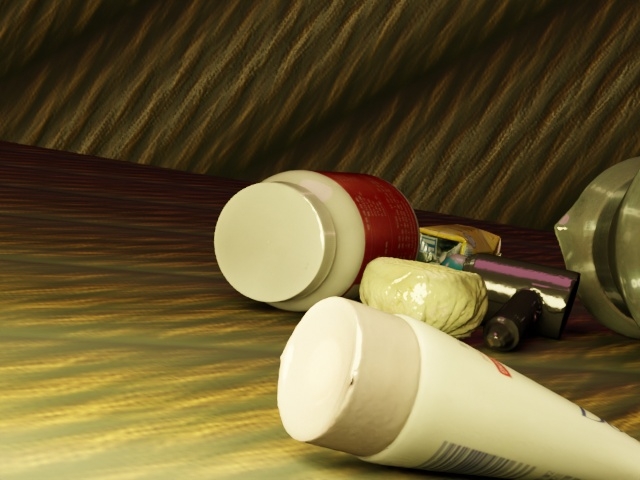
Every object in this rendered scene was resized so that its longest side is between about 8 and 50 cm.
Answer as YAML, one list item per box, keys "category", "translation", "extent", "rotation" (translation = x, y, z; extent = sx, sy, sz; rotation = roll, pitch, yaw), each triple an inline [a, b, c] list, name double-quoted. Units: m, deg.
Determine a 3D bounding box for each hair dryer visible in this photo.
- category: "hair dryer"
  translation: [0.168, 0.070, 1.654]
  extent: [0.114, 0.070, 0.248]
  rotation: [12, 14, 15]

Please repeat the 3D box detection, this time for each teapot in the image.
- category: "teapot"
  translation: [0.395, 0.008, 1.689]
  extent: [0.300, 0.253, 0.344]
  rotation: [8, 0, -7]

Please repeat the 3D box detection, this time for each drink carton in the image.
- category: "drink carton"
  translation: [0.171, 0.019, 2.122]
  extent: [0.084, 0.074, 0.200]
  rotation: [11, 6, 21]

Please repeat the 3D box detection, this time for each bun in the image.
- category: "bun"
  translation: [0.090, 0.055, 1.535]
  extent: [0.115, 0.069, 0.115]
  rotation: [11, 4, -1]

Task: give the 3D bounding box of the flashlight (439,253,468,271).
- category: "flashlight"
  translation: [0.185, 0.052, 1.947]
  extent: [0.129, 0.051, 0.051]
  rotation: [21, 10, 36]

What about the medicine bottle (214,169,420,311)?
- category: "medicine bottle"
  translation: [0.000, 0.000, 1.646]
  extent: [0.131, 0.131, 0.250]
  rotation: [11, 6, 21]

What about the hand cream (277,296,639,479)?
- category: "hand cream"
  translation: [0.100, 0.102, 1.004]
  extent: [0.248, 0.083, 0.133]
  rotation: [18, 2, -31]
